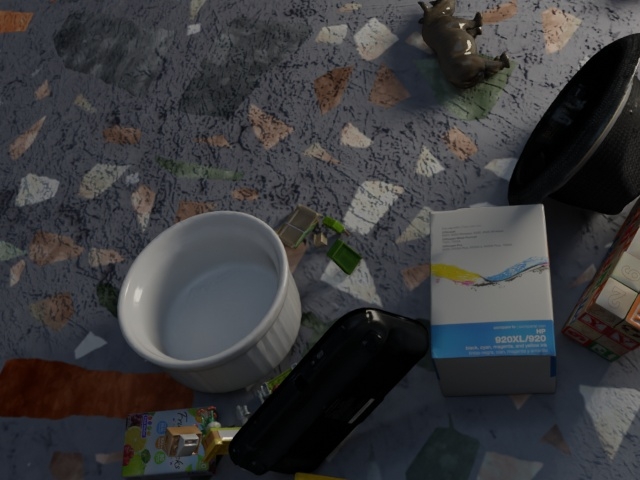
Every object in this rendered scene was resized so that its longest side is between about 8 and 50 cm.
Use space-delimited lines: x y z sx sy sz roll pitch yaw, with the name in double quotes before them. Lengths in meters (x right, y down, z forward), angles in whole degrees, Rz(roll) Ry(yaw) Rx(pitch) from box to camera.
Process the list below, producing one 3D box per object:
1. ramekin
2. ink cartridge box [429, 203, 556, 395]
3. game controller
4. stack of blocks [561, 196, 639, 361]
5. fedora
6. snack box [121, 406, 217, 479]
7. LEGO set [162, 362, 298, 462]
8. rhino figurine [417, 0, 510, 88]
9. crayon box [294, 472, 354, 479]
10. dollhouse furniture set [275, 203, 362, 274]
"ramekin" -0.163 0.103 1.424 0.277 0.135 0.277 -10 53 13
"ink cartridge box" 0.249 0.088 1.318 0.168 0.171 0.233 -4 62 13
"game controller" 0.012 0.216 1.253 0.319 0.166 0.067 -50 53 23
"stack of blocks" 0.469 0.013 1.290 0.087 0.171 0.297 32 73 9
"fedora" 0.427 -0.147 1.371 0.152 0.334 0.334 34 73 -4
"snack box" -0.232 0.314 1.403 0.141 0.037 0.100 -7 62 11
"LEGO set" -0.100 0.246 1.352 0.287 0.132 0.107 -19 52 -11
"rhino figurine" 0.239 -0.366 1.619 0.106 0.073 0.243 -23 58 -1
"crayon box" 0.090 0.509 1.174 0.313 0.106 0.363 4 64 17
"dollhouse furniture set" 0.000 0.000 1.517 0.151 0.058 0.076 28 79 46
